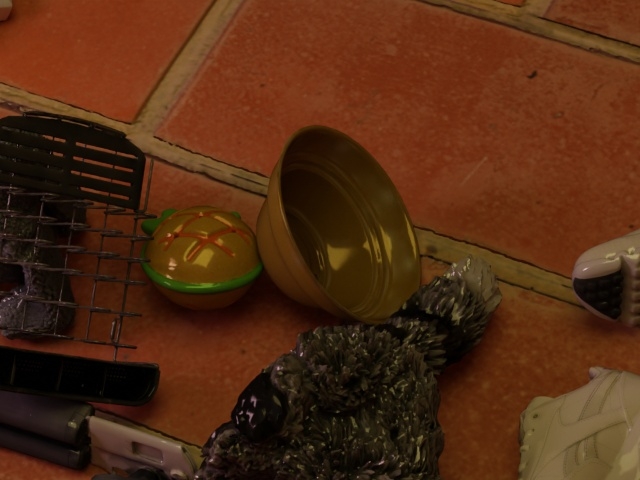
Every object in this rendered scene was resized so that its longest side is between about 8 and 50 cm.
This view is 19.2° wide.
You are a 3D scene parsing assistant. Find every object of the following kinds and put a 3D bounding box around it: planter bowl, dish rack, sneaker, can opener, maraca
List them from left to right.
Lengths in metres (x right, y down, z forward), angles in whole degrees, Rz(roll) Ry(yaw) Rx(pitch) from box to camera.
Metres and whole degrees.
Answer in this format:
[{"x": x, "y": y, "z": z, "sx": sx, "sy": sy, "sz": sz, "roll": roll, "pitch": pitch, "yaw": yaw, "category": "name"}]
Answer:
[{"x": -0.252, "y": 0.200, "z": 1.805, "sx": 0.283, "sy": 0.076, "sz": 0.095, "roll": 15, "pitch": 45, "yaw": 15, "category": "can opener"}, {"x": -0.245, "y": 0.015, "z": 1.821, "sx": 0.074, "sy": 0.208, "sz": 0.271, "roll": 1, "pitch": 82, "yaw": 50, "category": "dish rack"}, {"x": -0.124, "y": 0.008, "z": 1.940, "sx": 0.127, "sy": 0.099, "sz": 0.185, "roll": -3, "pitch": 27, "yaw": -12, "category": "maraca"}, {"x": 0.000, "y": 0.000, "z": 1.911, "sx": 0.090, "sy": 0.217, "sz": 0.217, "roll": -27, "pitch": 43, "yaw": 35, "category": "planter bowl"}, {"x": 0.224, "y": 0.232, "z": 1.754, "sx": 0.152, "sy": 0.114, "sz": 0.305, "roll": 24, "pitch": 51, "yaw": 34, "category": "sneaker"}, {"x": 0.381, "y": 0.006, "z": 1.913, "sx": 0.292, "sy": 0.110, "sz": 0.118, "roll": -11, "pitch": 45, "yaw": -15, "category": "sneaker"}]

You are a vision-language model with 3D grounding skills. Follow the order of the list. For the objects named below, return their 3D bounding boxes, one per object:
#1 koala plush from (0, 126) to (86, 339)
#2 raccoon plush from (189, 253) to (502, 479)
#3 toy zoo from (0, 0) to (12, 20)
[{"x": -0.377, "y": -0.015, "z": 1.926, "sx": 0.221, "sy": 0.203, "sz": 0.196, "roll": -8, "pitch": 51, "yaw": 12, "category": "koala plush"}, {"x": 0.106, "y": 0.204, "z": 1.719, "sx": 0.299, "sy": 0.216, "sz": 0.446, "roll": 41, "pitch": 64, "yaw": 20, "category": "raccoon plush"}, {"x": -0.466, "y": -0.354, "z": 2.210, "sx": 0.192, "sy": 0.030, "sz": 0.293, "roll": 5, "pitch": 55, "yaw": -27, "category": "toy zoo"}]
